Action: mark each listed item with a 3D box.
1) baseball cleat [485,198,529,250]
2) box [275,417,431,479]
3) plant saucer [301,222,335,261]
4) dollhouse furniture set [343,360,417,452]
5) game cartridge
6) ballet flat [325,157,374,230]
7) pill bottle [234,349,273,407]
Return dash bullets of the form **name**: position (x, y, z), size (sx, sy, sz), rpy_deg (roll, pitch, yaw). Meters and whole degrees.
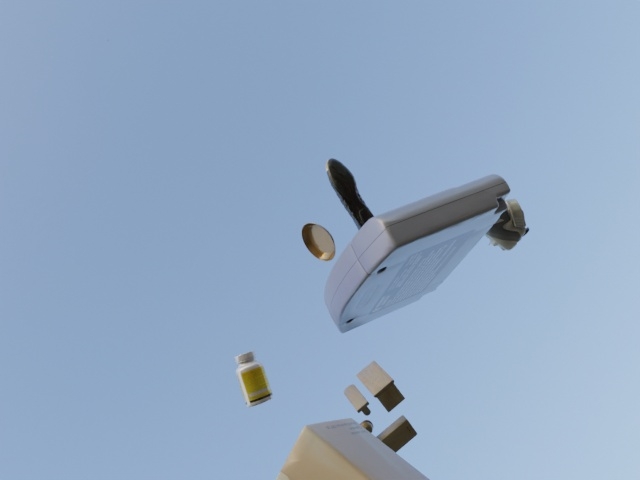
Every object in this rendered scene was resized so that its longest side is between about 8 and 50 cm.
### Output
- **baseball cleat**: position (0.350, -0.062, 1.254), size (0.205, 0.072, 0.109), rpy_deg (31, -69, -22)
- **box**: position (0.098, 0.374, 0.768), size (0.148, 0.311, 0.121), rpy_deg (19, -80, -59)
- **plant saucer**: position (0.000, 0.000, 1.120), size (0.015, 0.083, 0.083), rpy_deg (-37, -61, -35)
- **dollhouse furniture set**: position (0.130, 0.399, 1.392), size (0.144, 0.123, 0.151), rpy_deg (-38, -73, -7)
- **game cartridge**: position (0.106, 0.030, 0.786), size (0.198, 0.062, 0.297), rpy_deg (-16, -23, -19)
- **ballet flat**: position (0.055, -0.088, 1.218), size (0.057, 0.049, 0.173), rpy_deg (-25, -97, -32)
- **pill bottle**: position (-0.154, 0.311, 1.348), size (0.065, 0.065, 0.116), rpy_deg (-18, -98, -13)
